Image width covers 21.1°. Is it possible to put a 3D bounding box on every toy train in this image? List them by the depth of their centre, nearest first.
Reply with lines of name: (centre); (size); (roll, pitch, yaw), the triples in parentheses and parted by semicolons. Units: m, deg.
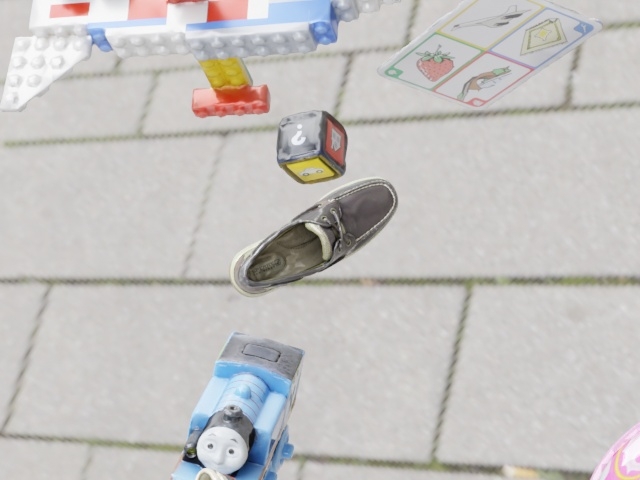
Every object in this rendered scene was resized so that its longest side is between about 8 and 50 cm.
toy train: (-0.064, 0.148, 1.307); (0.080, 0.184, 0.105); (13, 113, 7)

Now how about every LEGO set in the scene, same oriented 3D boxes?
LEGO set: (0.016, -0.074, 0.557); (0.244, 0.182, 0.060); (-33, 47, 52)

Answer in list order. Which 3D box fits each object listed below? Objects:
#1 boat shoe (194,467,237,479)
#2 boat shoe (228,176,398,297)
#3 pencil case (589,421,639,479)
boat shoe: (-0.061, 0.195, 1.052); (0.049, 0.043, 0.137); (-35, 27, 20)
boat shoe: (0.000, 0.000, 1.357); (0.152, 0.056, 0.049); (-34, 9, -9)
pencil case: (0.264, 0.198, 0.908); (0.124, 0.284, 0.124); (-39, 30, 28)
